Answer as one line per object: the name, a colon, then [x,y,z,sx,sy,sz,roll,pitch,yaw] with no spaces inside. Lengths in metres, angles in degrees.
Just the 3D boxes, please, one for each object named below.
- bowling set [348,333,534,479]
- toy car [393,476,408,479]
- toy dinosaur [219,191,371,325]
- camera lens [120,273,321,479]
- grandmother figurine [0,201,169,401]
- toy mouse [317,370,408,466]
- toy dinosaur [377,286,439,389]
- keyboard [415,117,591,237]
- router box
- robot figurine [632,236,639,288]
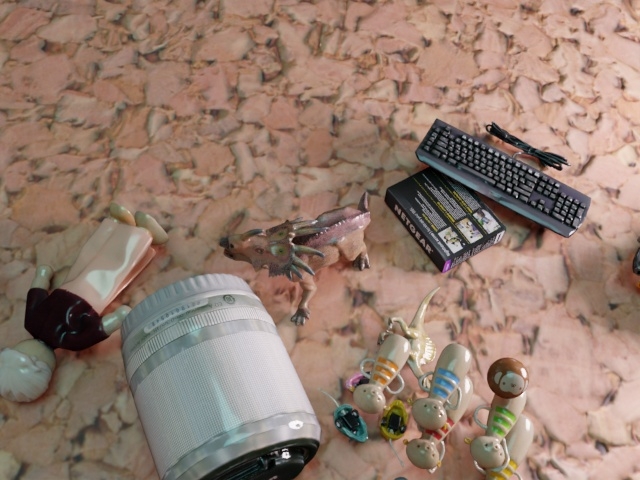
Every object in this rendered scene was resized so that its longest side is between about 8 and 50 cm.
bowling set: [0.188,0.235,1.008,0.287,0.200,0.154,31,64,4]
toy car: [0.151,0.395,0.971,0.188,0.149,0.155,32,49,29]
toy dinosaur: [0.000,0.000,1.161,0.296,0.200,0.127,-35,66,-23]
camera lens: [-0.140,0.212,1.010,0.219,0.219,0.274,-19,62,-15]
grandmother figurine: [-0.376,0.100,1.144,0.208,0.104,0.342,12,57,37]
toy mouse: [0.059,0.250,1.100,0.143,0.031,0.161,17,50,-6]
toy dinosaur: [0.143,0.156,1.171,0.093,0.053,0.183,16,58,-15]
keyboard: [0.344,-0.138,1.339,0.317,0.033,0.201,29,49,6]
router box: [0.217,-0.047,1.294,0.133,0.046,0.179,-27,63,-18]
robot figurine: [0.660,0.038,1.245,0.291,0.085,0.211,-33,65,-22]
